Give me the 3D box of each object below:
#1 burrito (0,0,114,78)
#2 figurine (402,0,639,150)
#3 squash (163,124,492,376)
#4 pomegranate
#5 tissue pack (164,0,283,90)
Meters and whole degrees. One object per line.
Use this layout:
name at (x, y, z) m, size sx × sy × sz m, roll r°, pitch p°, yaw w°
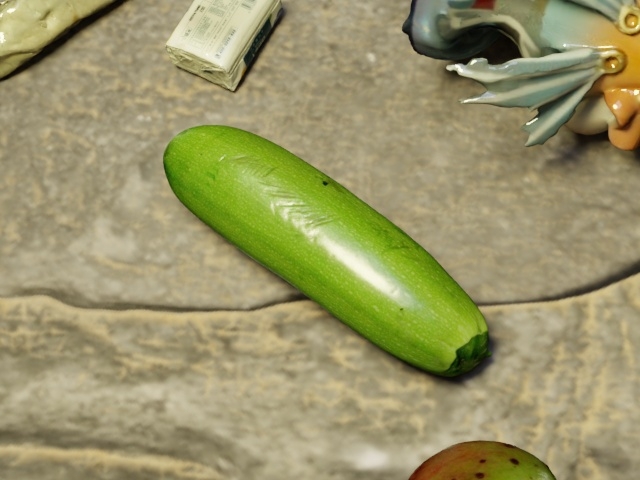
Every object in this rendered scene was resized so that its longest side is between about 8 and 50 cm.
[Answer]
burrito at (-0.201, -0.209, 1.264) m, size 0.229 × 0.063 × 0.058 m, roll -39°, pitch 37°, yaw -8°
figurine at (0.252, -0.115, 1.048) m, size 0.388 × 0.276 × 0.248 m, roll 36°, pitch 32°, yaw 18°
squash at (-0.001, -0.002, 1.121) m, size 0.292 × 0.082 × 0.082 m, roll 35°, pitch 75°, yaw 22°
pomegranate at (0.105, 0.192, 1.000) m, size 0.130 × 0.130 × 0.130 m, roll -4°, pitch 65°, yaw 8°
tissue pack at (-0.076, -0.168, 1.233) m, size 0.062 × 0.042 × 0.083 m, roll 24°, pitch 71°, yaw 17°
